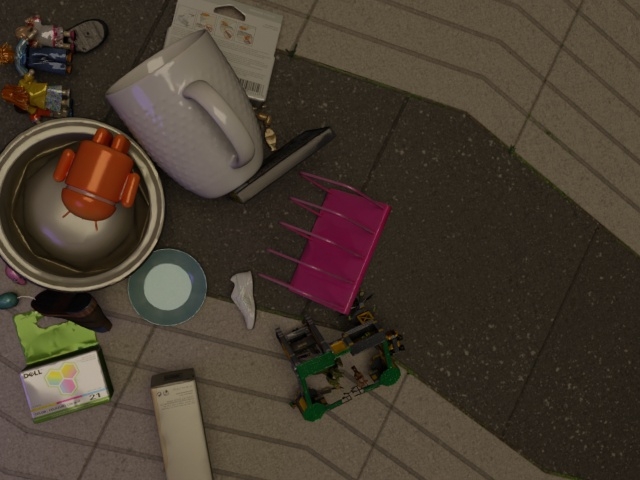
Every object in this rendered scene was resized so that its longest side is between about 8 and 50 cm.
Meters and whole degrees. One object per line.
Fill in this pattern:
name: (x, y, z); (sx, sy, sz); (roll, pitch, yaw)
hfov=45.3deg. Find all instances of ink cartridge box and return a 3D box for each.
ink cartridge box: (-0.630, 0.286, 1.857); (0.188, 0.097, 0.255); (-16, 95, -10)
ink cartridge box: (-0.250, -0.487, 1.933); (0.275, 0.060, 0.239); (14, 78, -11)

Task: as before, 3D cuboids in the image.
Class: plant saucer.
plant saucer: (-0.385, 0.117, 1.932); (0.195, 0.037, 0.195); (0, 92, -12)

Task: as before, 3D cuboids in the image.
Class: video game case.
video game case: (-0.108, -0.185, 1.872); (0.275, 0.248, 0.035); (-37, 103, -8)

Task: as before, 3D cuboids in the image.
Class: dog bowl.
dog bowl: (-0.576, -0.082, 1.831); (0.408, 0.150, 0.408); (0, 91, -11)

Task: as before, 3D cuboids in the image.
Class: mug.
mug: (-0.266, -0.267, 1.736); (0.276, 0.374, 0.328); (-40, 115, -16)

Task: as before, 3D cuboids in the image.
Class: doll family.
doll family: (-0.669, -0.396, 1.799); (0.163, 0.118, 0.263); (4, 103, -11)

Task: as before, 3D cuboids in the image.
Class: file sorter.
file sorter: (0.000, 0.000, 1.889); (0.182, 0.202, 0.291); (26, 85, -50)

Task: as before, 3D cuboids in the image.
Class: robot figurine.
robot figurine: (-0.498, -0.138, 1.707); (0.158, 0.128, 0.219); (23, 85, -39)

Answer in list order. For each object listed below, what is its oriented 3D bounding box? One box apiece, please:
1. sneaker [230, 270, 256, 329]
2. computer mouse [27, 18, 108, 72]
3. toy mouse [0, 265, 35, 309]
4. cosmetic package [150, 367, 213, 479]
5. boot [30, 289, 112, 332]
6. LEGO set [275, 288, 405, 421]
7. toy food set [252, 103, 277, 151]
sneaker: (-0.196, 0.156, 1.969); (0.061, 0.054, 0.152); (-7, 87, -2)
computer mouse: (-0.630, -0.472, 1.871); (0.242, 0.041, 0.071); (-25, 108, -4)
toy mouse: (-0.754, 0.110, 1.846); (0.143, 0.031, 0.161); (29, 81, 2)
cosmetic package: (-0.338, 0.486, 1.891); (0.113, 0.160, 0.309); (-9, 92, -10)
boot: (-0.599, 0.176, 1.841); (0.082, 0.219, 0.106); (-61, 138, -31)
LEGO set: (0.034, 0.289, 1.981); (0.331, 0.192, 0.255); (-29, 126, -6)
toy food set: (-0.158, -0.286, 1.975); (0.078, 0.019, 0.122); (-9, 92, -11)
